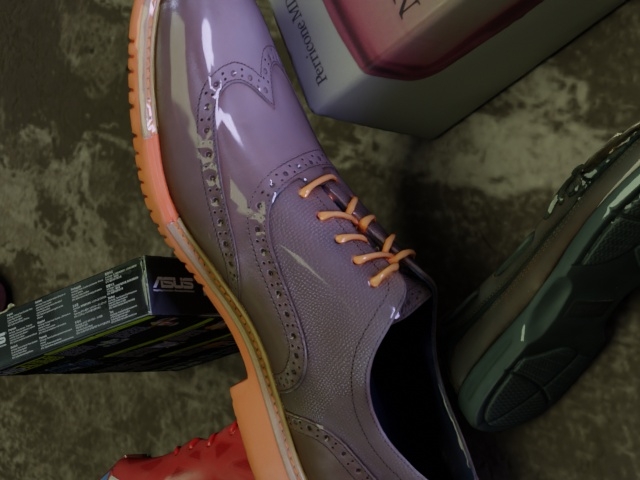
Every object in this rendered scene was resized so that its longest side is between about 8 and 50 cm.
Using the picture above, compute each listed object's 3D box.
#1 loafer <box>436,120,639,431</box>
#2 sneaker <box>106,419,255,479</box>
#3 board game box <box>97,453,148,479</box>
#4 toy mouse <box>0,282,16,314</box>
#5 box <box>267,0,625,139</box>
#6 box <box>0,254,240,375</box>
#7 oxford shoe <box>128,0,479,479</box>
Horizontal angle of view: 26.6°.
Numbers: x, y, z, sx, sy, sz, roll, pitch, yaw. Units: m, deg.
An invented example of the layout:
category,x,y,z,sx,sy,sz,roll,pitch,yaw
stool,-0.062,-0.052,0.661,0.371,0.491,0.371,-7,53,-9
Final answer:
category,x,y,z,sx,sy,sz,roll,pitch,yaw
loafer,0.150,-0.005,0.773,0.267,0.096,0.084,-54,48,27
sneaker,-0.051,0.145,0.959,0.221,0.087,0.128,6,81,30
board game box,-0.134,0.322,1.039,0.145,0.027,0.281,-43,59,32
toy mouse,-0.327,0.058,1.238,0.161,0.031,0.143,-30,67,36
box,0.088,-0.188,0.820,0.232,0.127,0.148,-36,64,34
box,-0.112,0.056,0.939,0.191,0.184,0.045,-20,71,40
oxford shoe,0.000,0.000,0.790,0.133,0.130,0.363,-10,107,38
